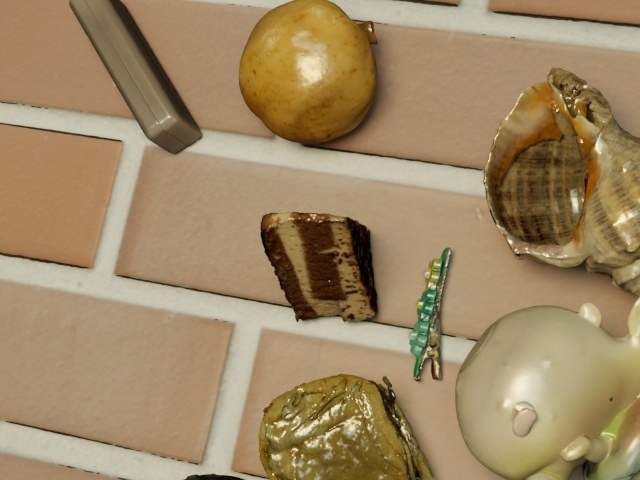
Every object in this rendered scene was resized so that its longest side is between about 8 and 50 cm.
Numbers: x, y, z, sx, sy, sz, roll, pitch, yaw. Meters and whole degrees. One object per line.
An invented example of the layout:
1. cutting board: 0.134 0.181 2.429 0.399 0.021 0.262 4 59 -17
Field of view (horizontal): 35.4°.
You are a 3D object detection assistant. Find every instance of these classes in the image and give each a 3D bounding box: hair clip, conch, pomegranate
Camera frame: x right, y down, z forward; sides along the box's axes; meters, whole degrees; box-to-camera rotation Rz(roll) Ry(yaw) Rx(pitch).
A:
1. hair clip: 0.138 0.090 1.256 0.049 0.049 0.173 7 80 12
2. conch: 0.326 -0.054 1.204 0.210 0.159 0.291 -29 60 26
3. pomegranate: -0.005 -0.222 1.292 0.196 0.196 0.196 -2 77 10

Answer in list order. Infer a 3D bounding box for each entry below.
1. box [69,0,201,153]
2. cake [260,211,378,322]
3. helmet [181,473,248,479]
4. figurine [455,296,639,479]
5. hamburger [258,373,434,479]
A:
1. box: -0.253 -0.234 1.369 0.055 0.103 0.244 -33 74 8
2. cake: -0.002 -0.010 1.211 0.112 0.246 0.135 -6 58 10
3. helmet: -0.132 0.414 1.173 0.230 0.160 0.279 -14 74 5
4. figurine: 0.354 0.203 1.111 0.394 0.226 0.274 32 111 6
5. hamburger: 0.028 0.260 1.209 0.183 0.130 0.206 -23 90 0
